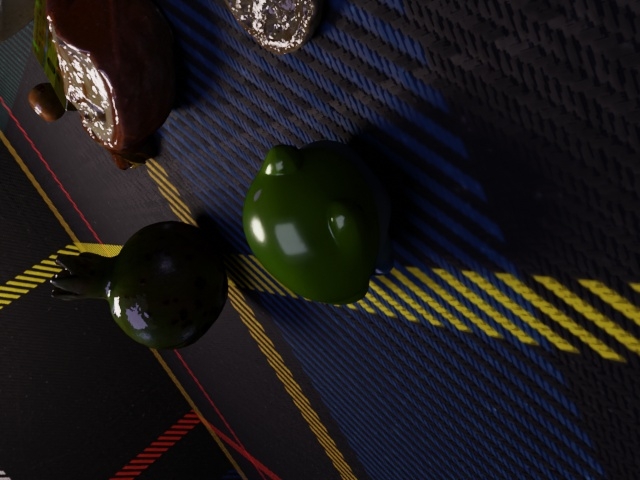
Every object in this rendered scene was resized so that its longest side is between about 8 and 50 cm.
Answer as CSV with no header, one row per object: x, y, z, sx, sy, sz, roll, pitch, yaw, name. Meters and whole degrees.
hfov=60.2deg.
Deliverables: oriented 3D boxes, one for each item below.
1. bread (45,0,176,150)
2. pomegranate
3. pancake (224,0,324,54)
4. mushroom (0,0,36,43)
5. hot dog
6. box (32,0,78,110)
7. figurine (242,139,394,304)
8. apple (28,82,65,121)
-0.284,-0.233,0.768,0.190,0.123,0.244,44,154,12,bread
-0.321,0.095,1.018,0.242,0.306,0.242,38,136,48,pomegranate
-0.052,-0.242,0.493,0.151,0.025,0.152,39,152,26,pancake
-0.647,-0.545,0.961,0.397,0.126,0.177,52,144,2,mushroom
-0.366,-0.208,0.959,0.123,0.093,0.261,37,150,29,hot dog
-0.427,-0.316,0.902,0.193,0.030,0.121,52,133,31,box
0.000,0.000,0.598,0.162,0.143,0.263,49,165,19,figurine
-0.620,-0.317,1.259,0.084,0.071,0.084,41,160,19,apple
